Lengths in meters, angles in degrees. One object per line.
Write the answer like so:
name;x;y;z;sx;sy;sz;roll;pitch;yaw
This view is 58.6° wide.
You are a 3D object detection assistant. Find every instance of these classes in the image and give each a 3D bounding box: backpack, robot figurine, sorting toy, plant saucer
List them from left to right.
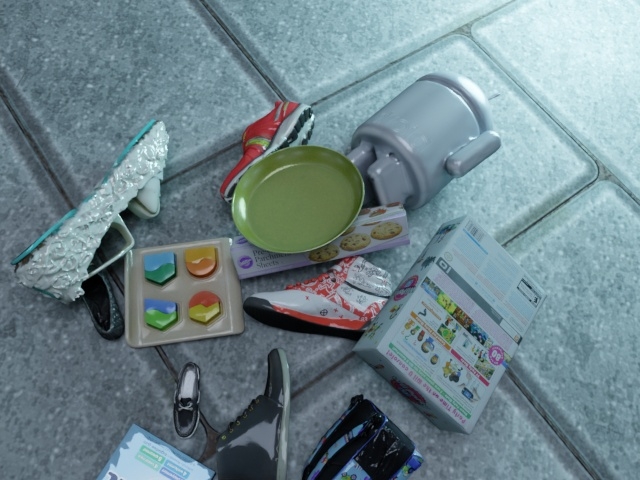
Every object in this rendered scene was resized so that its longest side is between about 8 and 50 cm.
sorting toy;-0.251;0.089;1.045;0.209;0.038;0.192;-6;66;-9
plant saucer;-0.039;-0.070;1.027;0.241;0.037;0.240;-5;57;8
backpack;0.056;0.350;0.896;0.117;0.158;0.173;45;82;-5
robot figurine;0.203;-0.200;1.135;0.353;0.199;0.300;-42;46;-21

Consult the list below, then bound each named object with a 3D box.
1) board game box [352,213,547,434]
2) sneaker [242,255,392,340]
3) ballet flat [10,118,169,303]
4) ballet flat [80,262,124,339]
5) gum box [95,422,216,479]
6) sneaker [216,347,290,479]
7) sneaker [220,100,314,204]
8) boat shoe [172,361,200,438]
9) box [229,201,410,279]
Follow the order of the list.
board game box;0.233;0.142;0.997;0.224;0.097;0.303;44;66;-10
sneaker;0.002;0.093;1.043;0.270;0.090;0.144;11;64;-5
ballet flat;-0.384;-0.051;1.052;0.147;0.147;0.408;26;57;7
ballet flat;-0.397;0.100;1.019;0.058;0.049;0.173;-29;71;-18
gum box;-0.279;0.410;0.892;0.157;0.041;0.184;27;65;7
sneaker;-0.111;0.286;0.943;0.118;0.083;0.221;2;66;-4
sneaker;-0.122;-0.179;1.166;0.118;0.107;0.279;23;62;27
boat shoe;-0.225;0.268;0.964;0.046;0.038;0.125;6;65;-3
box;0.000;0.000;1.046;0.324;0.067;0.063;-11;27;3
